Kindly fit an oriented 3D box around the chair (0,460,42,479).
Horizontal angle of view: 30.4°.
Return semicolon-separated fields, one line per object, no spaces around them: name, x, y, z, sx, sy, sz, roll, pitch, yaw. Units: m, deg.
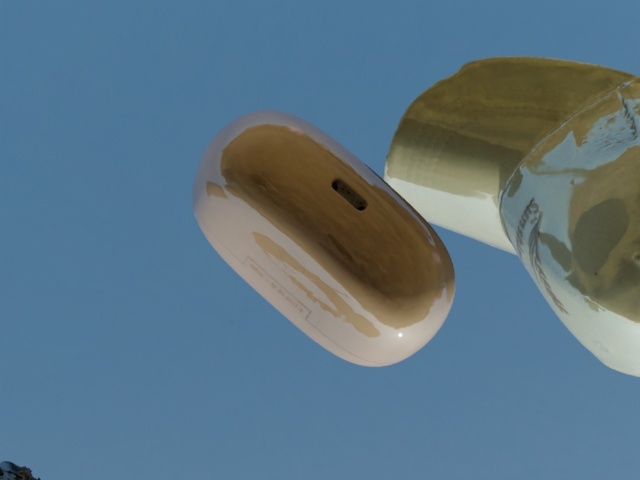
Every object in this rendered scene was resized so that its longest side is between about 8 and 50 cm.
chair;-0.186;0.273;0.868;0.149;0.174;0.213;7;-108;-21

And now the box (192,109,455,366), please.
box;0.000;0.000;0.801;0.200;0.146;0.088;42;-116;6

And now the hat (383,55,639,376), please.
hat;0.191;-0.016;0.938;0.301;0.258;0.168;15;-138;12
